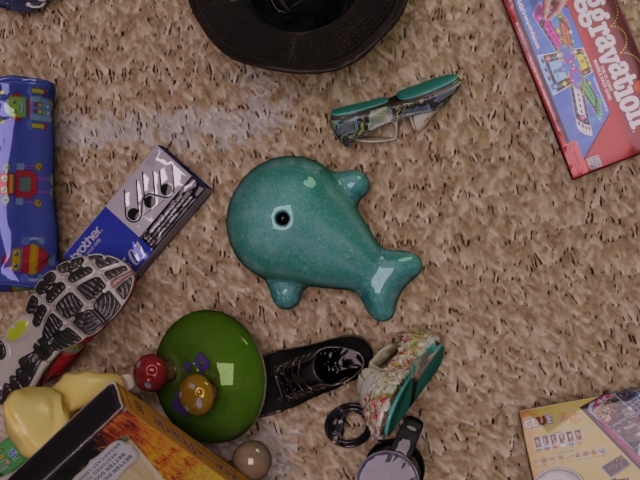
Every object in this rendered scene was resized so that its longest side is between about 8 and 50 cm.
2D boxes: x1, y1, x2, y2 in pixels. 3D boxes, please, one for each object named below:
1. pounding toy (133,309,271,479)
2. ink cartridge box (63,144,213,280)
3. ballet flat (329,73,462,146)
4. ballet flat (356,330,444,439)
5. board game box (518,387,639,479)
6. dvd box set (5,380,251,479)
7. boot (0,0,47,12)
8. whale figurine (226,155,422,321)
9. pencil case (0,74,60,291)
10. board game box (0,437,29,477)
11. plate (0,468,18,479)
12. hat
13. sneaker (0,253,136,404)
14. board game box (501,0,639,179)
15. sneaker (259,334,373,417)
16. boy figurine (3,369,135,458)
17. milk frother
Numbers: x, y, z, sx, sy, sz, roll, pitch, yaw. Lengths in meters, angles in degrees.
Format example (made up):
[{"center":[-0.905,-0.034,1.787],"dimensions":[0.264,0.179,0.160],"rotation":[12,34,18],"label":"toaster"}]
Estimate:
[{"center":[-0.171,0.214,1.634],"dimensions":[0.183,0.110,0.237],"rotation":[-15,84,34],"label":"pounding toy"},{"center":[-0.255,-0.024,1.720],"dimensions":[0.097,0.046,0.207],"rotation":[42,94,8],"label":"ink cartridge box"},{"center":[0.108,-0.174,1.679],"dimensions":[0.188,0.070,0.070],"rotation":[-15,86,8],"label":"ballet flat"},{"center":[0.091,0.184,1.583],"dimensions":[0.077,0.241,0.091],"rotation":[18,112,17],"label":"ballet flat"},{"center":[0.397,0.283,1.615],"dimensions":[0.243,0.042,0.165],"rotation":[-11,78,7],"label":"board game box"},{"center":[-0.223,0.397,1.560],"dimensions":[0.307,0.062,0.420],"rotation":[-42,125,4],"label":"dvd box set"},{"center":[-0.390,-0.364,1.747],"dimensions":[0.190,0.069,0.086],"rotation":[9,96,16],"label":"boot"},{"center":[0.000,0.000,1.639],"dimensions":[0.272,0.141,0.216],"rotation":[34,92,7],"label":"whale figurine"},{"center":[-0.426,-0.074,1.706],"dimensions":[0.119,0.133,0.306],"rotation":[0,87,-21],"label":"pencil case"},{"center":[-0.450,0.368,1.739],"dimensions":[0.259,0.030,0.136],"rotation":[-36,82,5],"label":"board game box"},{"center":[-0.383,0.396,1.617],"dimensions":[0.277,0.278,0.045],"rotation":[-24,52,5],"label":"plate"},{"center":[-0.023,-0.343,1.660],"dimensions":[0.331,0.134,0.331],"rotation":[-4,69,9],"label":"hat"},{"center":[-0.354,0.114,1.688],"dimensions":[0.279,0.118,0.107],"rotation":[-41,80,16],"label":"sneaker"},{"center":[0.359,-0.239,1.660],"dimensions":[0.145,0.027,0.281],"rotation":[-21,85,5],"label":"board game box"},{"center":[-0.039,0.182,1.648],"dimensions":[0.222,0.118,0.083],"rotation":[-23,85,6],"label":"sneaker"},{"center":[-0.325,0.225,1.600],"dimensions":[0.177,0.285,0.092],"rotation":[-30,81,4],"label":"boy figurine"},{"center":[0.066,0.286,1.622],"dimensions":[0.143,0.135,0.129],"rotation":[6,88,8],"label":"milk frother"}]
